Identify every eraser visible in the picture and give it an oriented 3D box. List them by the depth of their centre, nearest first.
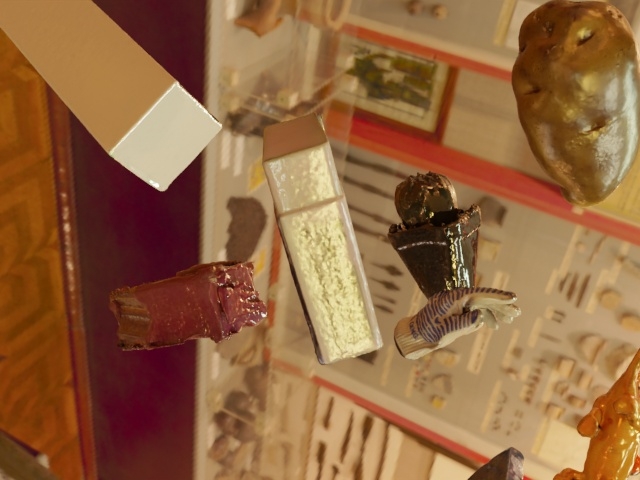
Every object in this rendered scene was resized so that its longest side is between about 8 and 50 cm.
[{"bbox_3d":[-0.209,-0.168,0.697,0.078,0.298,0.076,-46,149,2],"label":"eraser"},{"bbox_3d":[0.000,0.000,0.957,0.130,0.086,0.287,-102,176,-63],"label":"eraser"},{"bbox_3d":[0.282,0.489,1.340,0.144,0.042,0.312,-50,-178,28],"label":"eraser"}]

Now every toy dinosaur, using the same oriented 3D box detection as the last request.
[{"bbox_3d":[0.338,0.208,0.882,0.117,0.070,0.289,13,97,-54],"label":"toy dinosaur"}]

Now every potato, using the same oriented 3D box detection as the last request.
[{"bbox_3d":[0.433,-0.217,1.289,0.195,0.176,0.369,-43,127,-27],"label":"potato"}]

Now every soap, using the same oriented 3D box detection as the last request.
[{"bbox_3d":[-0.195,0.099,1.173,0.182,0.289,0.112,-17,93,-29],"label":"soap"}]

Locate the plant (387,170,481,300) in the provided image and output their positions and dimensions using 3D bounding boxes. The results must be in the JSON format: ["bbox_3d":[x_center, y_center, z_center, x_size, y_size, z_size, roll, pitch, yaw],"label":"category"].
[{"bbox_3d":[0.228,-0.011,1.536,0.141,0.164,0.256,-31,110,-48],"label":"plant"}]

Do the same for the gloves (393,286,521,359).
[{"bbox_3d":[0.214,0.125,1.250,0.097,0.229,0.119,58,36,-13],"label":"gloves"}]
